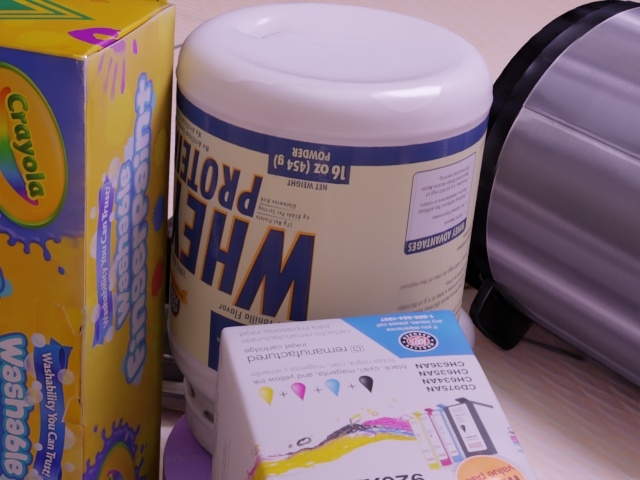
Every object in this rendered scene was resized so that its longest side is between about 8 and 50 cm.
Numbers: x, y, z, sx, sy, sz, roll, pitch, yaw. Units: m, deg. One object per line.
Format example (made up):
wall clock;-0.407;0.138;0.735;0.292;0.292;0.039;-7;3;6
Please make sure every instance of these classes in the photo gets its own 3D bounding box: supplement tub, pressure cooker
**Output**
supplement tub;0.000;0.000;1.058;0.235;0.324;0.235;4;25;-2
pressure cooker;0.347;-0.051;1.377;0.370;0.375;0.420;-18;34;-34

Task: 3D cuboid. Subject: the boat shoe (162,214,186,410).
boat shoe;-0.108;0.038;1.392;0.132;0.130;0.355;5;26;0

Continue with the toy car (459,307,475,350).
toy car;0.066;0.057;1.374;0.159;0.136;0.182;-4;27;-18

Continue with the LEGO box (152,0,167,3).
LEGO box;-0.296;-0.231;1.493;0.193;0.500;0.372;-3;26;-17

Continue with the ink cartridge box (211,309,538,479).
ink cartridge box;0.033;0.184;0.879;0.171;0.168;0.232;-3;36;-14

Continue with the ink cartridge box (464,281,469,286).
ink cartridge box;0.157;-0.019;1.599;0.212;0.093;0.154;-7;27;-25

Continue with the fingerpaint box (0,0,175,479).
fingerpaint box;-0.311;0.026;1.020;0.371;0.444;0.163;10;25;13

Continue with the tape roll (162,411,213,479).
tape roll;0.010;0.212;1.098;0.275;0.090;0.275;4;25;-2
